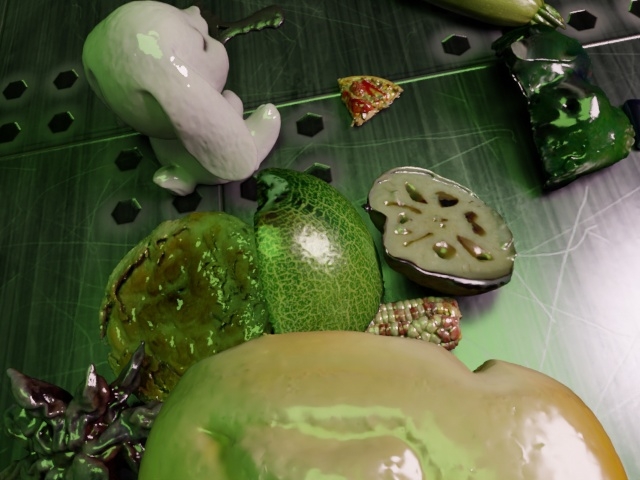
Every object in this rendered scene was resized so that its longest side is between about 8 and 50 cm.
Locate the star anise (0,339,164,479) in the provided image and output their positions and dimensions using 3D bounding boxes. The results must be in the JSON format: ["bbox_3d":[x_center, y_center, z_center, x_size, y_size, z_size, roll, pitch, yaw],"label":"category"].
[{"bbox_3d":[-0.288,0.244,0.619,0.282,0.129,0.213,-22,77,18],"label":"star anise"}]

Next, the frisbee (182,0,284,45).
[{"bbox_3d":[-0.193,-0.389,0.966,0.187,0.012,0.211,39,77,23],"label":"frisbee"}]

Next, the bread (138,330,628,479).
[{"bbox_3d":[0.040,0.225,0.438,0.347,0.376,0.253,1,66,7],"label":"bread"}]

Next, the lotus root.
[{"bbox_3d":[0.143,-0.001,0.684,0.203,0.078,0.183,25,47,1],"label":"lotus root"}]

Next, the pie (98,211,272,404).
[{"bbox_3d":[-0.176,0.085,0.688,0.274,0.055,0.274,-6,73,22],"label":"pie"}]

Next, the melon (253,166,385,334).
[{"bbox_3d":[0.000,0.000,0.622,0.129,0.169,0.265,-11,41,6],"label":"melon"}]

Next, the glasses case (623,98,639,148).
[{"bbox_3d":[0.463,-0.170,0.756,0.033,0.023,0.083,-5,65,10],"label":"glasses case"}]

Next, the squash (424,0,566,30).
[{"bbox_3d":[0.244,-0.418,0.871,0.341,0.094,0.094,31,73,20],"label":"squash"}]

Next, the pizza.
[{"bbox_3d":[0.083,-0.236,0.842,0.099,0.029,0.100,-15,64,0],"label":"pizza"}]

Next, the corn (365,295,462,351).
[{"bbox_3d":[0.055,0.114,0.654,0.237,0.079,0.080,-6,64,6],"label":"corn"}]

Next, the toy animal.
[{"bbox_3d":[-0.205,-0.201,0.741,0.271,0.265,0.206,29,74,18],"label":"toy animal"}]

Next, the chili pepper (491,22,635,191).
[{"bbox_3d":[0.335,-0.216,0.746,0.148,0.116,0.265,-16,64,-2],"label":"chili pepper"}]
